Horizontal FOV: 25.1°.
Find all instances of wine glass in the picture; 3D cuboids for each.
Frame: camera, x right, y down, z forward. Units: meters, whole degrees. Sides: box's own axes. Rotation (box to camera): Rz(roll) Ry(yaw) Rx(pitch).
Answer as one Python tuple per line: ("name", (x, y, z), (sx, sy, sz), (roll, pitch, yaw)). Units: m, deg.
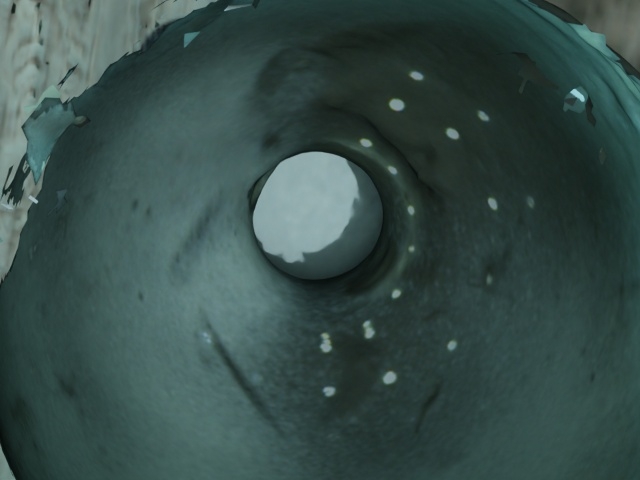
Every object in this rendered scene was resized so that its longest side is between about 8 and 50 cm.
("wine glass", (0.004, 0.003, 0.473), (0.191, 0.357, 0.190), (0, 97, -1))
